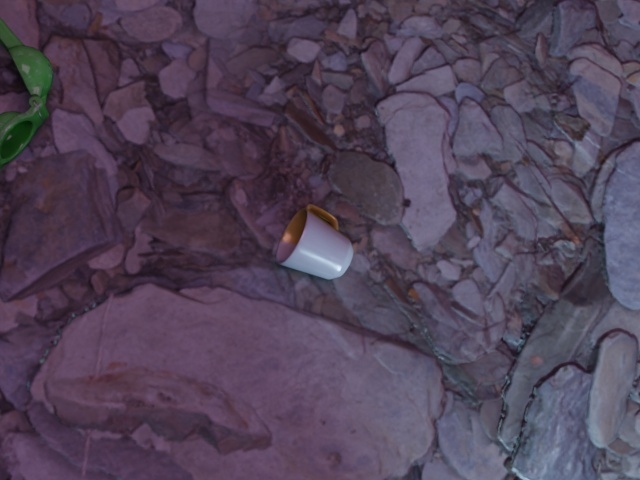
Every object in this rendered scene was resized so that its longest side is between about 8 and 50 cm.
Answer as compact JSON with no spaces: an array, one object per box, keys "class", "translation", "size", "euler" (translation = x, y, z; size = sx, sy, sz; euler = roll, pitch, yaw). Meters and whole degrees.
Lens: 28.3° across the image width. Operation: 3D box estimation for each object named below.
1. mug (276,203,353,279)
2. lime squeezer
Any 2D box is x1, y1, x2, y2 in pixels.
[{"class":"mug","translation":[0.001,0.002,1.285],"size":[0.064,0.062,0.078],"euler":[26,74,-17]},{"class":"lime squeezer","translation":[-0.316,-0.130,1.223],"size":[0.110,0.059,0.310],"euler":[7,73,-16]}]
